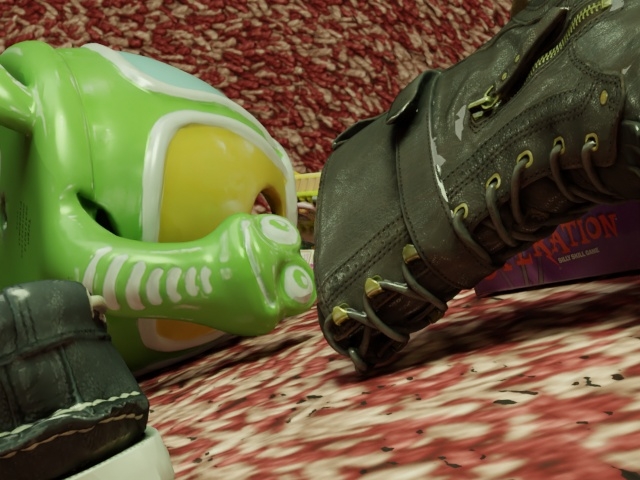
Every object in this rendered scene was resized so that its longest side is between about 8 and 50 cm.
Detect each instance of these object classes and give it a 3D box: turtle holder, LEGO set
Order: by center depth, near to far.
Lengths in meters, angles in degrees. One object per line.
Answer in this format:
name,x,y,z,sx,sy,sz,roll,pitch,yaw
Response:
turtle holder,-0.131,-0.027,0.894,0.227,0.243,0.320,-1,-15,-26
LEGO set,0.000,0.000,1.304,0.132,0.107,0.287,17,-13,-16

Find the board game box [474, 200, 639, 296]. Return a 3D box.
board game box,0.247,-0.041,0.618,0.208,0.056,0.347,-25,6,-32

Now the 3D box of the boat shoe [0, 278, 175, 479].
boat shoe,-0.142,0.066,0.566,0.114,0.091,0.302,-20,3,-29

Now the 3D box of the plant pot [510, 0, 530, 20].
plant pot,0.203,-0.131,0.731,0.165,0.167,0.167,-31,10,-37

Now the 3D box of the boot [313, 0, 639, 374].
boot,0.087,-0.015,0.530,0.229,0.091,0.263,-42,29,27
